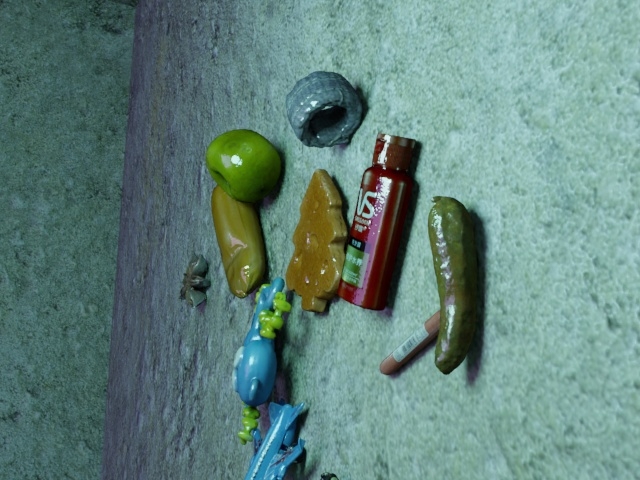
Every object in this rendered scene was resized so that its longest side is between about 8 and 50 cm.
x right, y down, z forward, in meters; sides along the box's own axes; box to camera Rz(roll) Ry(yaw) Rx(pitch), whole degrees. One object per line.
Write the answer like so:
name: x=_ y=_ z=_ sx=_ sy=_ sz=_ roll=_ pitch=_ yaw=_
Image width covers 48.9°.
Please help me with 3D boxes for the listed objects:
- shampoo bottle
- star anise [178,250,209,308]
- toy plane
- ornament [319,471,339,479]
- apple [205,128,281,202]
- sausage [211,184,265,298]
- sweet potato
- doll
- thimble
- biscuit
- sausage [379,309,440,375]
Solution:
shampoo bottle: x=0.104 y=-0.034 z=1.268 sx=0.118 sy=0.076 sz=0.314 roll=-149 pitch=69 yaw=-64
star anise: x=-0.390 y=0.122 z=2.208 sx=0.208 sy=0.063 sz=0.171 roll=8 pitch=86 yaw=66
toy plane: x=-0.104 y=0.472 z=1.503 sx=0.254 sy=0.105 sz=0.271 roll=-16 pitch=56 yaw=62
ornament: x=0.041 y=0.484 z=1.257 sx=0.081 sy=0.088 sz=0.203 roll=-67 pitch=29 yaw=25
apple: x=-0.188 y=-0.189 z=1.757 sx=0.157 sy=0.196 sz=0.196 roll=-43 pitch=26 yaw=-11
sausage: x=-0.209 y=0.002 z=1.825 sx=0.134 sy=0.116 sz=0.353 roll=-39 pitch=51 yaw=34
sweet potato: x=0.203 y=0.065 z=1.066 sx=0.075 sy=0.075 sz=0.273 roll=-18 pitch=71 yaw=61
doll: x=-0.150 y=0.249 z=1.604 sx=0.341 sy=0.099 sz=0.345 roll=-108 pitch=32 yaw=-67
thimble: x=0.006 y=-0.265 z=1.438 sx=0.150 sy=0.150 sz=0.097 roll=-59 pitch=41 yaw=38
biscuit: x=0.000 y=0.000 z=1.493 sx=0.284 sy=0.043 sz=0.306 roll=179 pitch=96 yaw=-66
sausage: x=0.156 y=0.171 z=1.169 sx=0.223 sy=0.030 sz=0.029 roll=-53 pitch=40 yaw=44
